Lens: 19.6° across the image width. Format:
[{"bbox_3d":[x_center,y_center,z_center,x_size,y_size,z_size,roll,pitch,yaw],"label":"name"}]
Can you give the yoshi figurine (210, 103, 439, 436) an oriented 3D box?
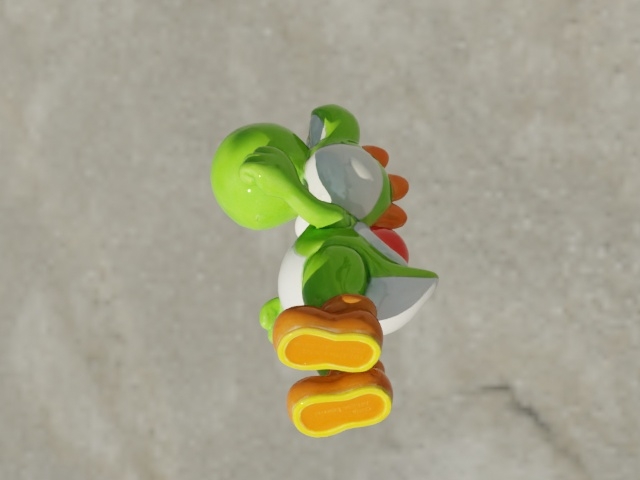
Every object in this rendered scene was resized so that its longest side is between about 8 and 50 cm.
[{"bbox_3d":[-0.027,0.008,1.840,0.203,0.203,0.362,-39,36,31],"label":"yoshi figurine"}]
